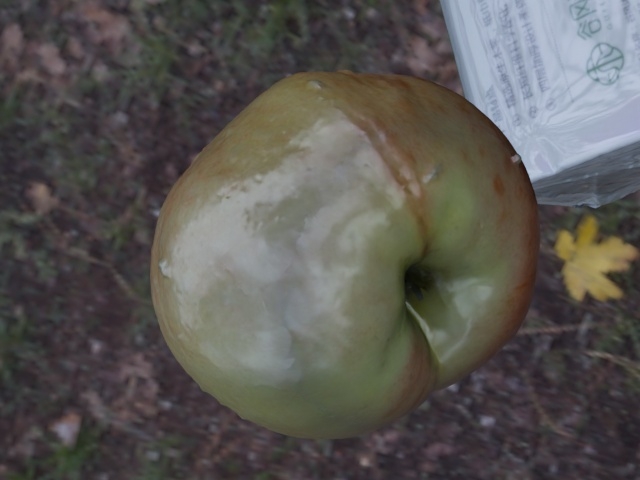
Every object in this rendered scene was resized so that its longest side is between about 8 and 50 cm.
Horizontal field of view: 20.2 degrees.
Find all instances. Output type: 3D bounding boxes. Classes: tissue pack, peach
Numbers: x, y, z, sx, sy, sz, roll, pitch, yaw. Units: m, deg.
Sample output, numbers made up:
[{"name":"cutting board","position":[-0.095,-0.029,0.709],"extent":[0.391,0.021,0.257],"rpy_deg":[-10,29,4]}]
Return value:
[{"name":"tissue pack","position":[0.220,-0.227,1.279],"extent":[0.266,0.194,0.356],"rpy_deg":[-21,76,35]},{"name":"peach","position":[0.000,0.000,0.998],"extent":[0.232,0.232,0.232],"rpy_deg":[-11,70,33]}]
